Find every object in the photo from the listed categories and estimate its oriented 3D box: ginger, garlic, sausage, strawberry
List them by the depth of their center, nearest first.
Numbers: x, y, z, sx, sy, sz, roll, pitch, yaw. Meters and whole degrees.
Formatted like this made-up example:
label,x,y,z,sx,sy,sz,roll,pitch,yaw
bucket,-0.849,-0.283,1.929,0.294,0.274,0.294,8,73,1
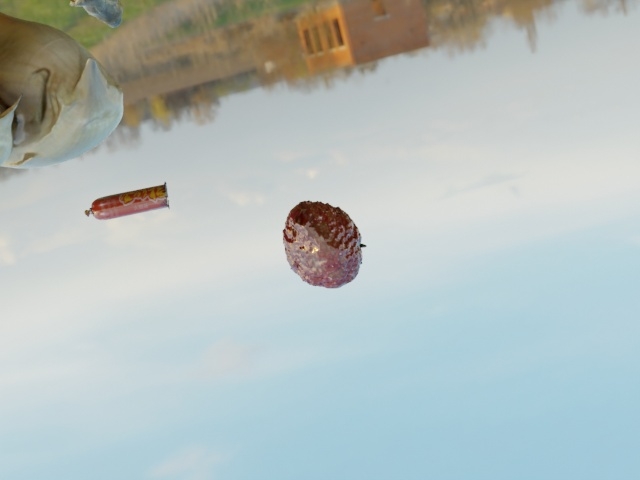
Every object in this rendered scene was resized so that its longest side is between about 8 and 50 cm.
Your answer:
label,x,y,z,sx,sy,sz,roll,pitch,yaw
garlic,-0.405,-0.179,1.204,0.313,0.249,0.286,39,-160,20
strawberry,-0.002,0.006,1.468,0.131,0.131,0.148,-10,168,29
ginger,-0.351,-0.376,1.570,0.057,0.044,0.137,-3,167,11
sausage,-0.330,-0.064,1.715,0.145,0.050,0.048,-12,169,-3
